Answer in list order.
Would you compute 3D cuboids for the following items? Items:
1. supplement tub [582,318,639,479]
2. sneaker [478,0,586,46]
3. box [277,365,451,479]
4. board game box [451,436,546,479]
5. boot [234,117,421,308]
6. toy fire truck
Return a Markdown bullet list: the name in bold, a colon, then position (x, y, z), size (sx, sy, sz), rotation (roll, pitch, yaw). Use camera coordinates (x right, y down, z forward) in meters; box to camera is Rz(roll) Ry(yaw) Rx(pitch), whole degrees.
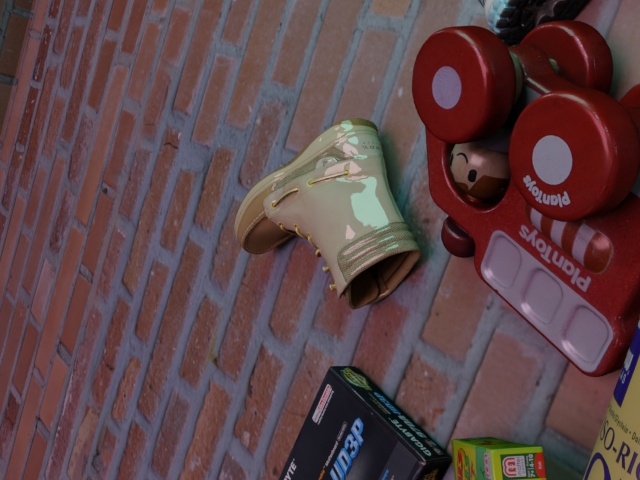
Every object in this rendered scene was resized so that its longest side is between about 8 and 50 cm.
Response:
- **supplement tub**: position (0.297, 0.159, 0.447), size (0.241, 0.241, 0.331), rotation (24, 101, 46)
- **sneaker**: position (0.244, -0.330, 0.684), size (0.283, 0.110, 0.122), rotation (-47, 49, 31)
- **box**: position (0.036, 0.286, 0.843), size (0.175, 0.051, 0.220), rotation (39, 112, 43)
- **board game box**: position (0.158, 0.228, 0.646), size (0.181, 0.043, 0.092), rotation (90, 176, -77)
- **boot**: position (0.000, 0.000, 0.903), size (0.262, 0.095, 0.203), rotation (-37, 59, 32)
- **toy fire truck**: position (0.195, -0.053, 0.666), size (0.302, 0.169, 0.253), rotation (46, 137, 39)
